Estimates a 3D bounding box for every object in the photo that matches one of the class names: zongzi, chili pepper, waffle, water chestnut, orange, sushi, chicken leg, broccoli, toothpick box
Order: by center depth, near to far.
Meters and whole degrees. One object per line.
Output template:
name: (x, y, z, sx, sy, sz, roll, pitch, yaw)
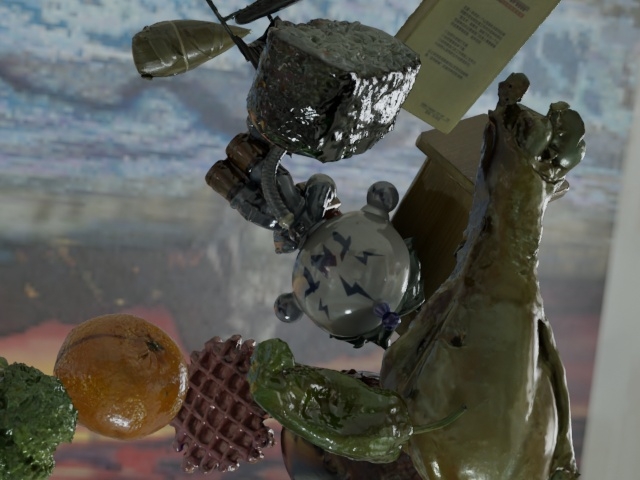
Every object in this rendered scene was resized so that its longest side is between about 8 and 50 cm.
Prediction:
chili pepper: (0.026, 0.148, 1.134, 0.204, 0.073, 0.072, 27, -141, -26)
chicken leg: (0.172, 0.057, 1.299, 0.201, 0.429, 0.153, 10, 178, 28)
sushi: (0.012, -0.153, 1.404, 0.124, 0.127, 0.225, 31, -158, 18)
broccoli: (-0.448, 0.275, 1.774, 0.254, 0.186, 0.302, -40, -173, -23)
orange: (-0.279, 0.189, 1.922, 0.193, 0.161, 0.193, 23, -152, -13)
water chestnut: (0.066, 0.360, 1.978, 0.302, 0.350, 0.350, -31, -160, -19)
zongzi: (-0.188, -0.297, 2.028, 0.178, 0.081, 0.189, -13, -167, 0)
toothpick box: (0.199, -0.008, 2.083, 0.187, 0.308, 0.190, 43, -144, 21)
waffle: (-0.167, 0.272, 2.266, 0.221, 0.234, 0.055, -19, 156, 30)

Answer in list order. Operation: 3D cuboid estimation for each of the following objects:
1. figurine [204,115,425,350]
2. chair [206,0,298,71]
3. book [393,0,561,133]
figurine: (-0.001, 0.003, 2.035, 0.382, 0.261, 0.186, 44, -152, 19)
chair: (-0.042, -0.278, 1.570, 0.145, 0.221, 0.140, -18, -169, 28)
book: (0.175, -0.251, 1.667, 0.161, 0.231, 0.026, 27, -159, -40)
